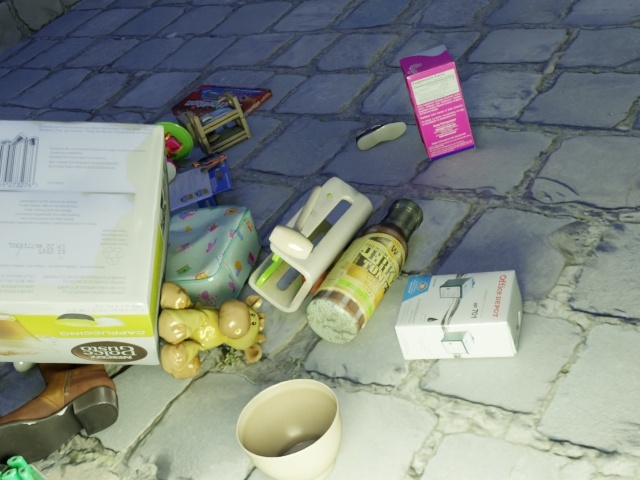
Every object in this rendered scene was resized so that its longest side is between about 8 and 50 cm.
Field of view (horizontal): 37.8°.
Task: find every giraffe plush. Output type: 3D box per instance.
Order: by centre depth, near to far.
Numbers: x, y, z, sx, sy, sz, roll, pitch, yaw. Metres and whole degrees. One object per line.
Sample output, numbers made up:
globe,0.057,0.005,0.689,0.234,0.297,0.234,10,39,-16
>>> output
giraffe plush,-0.190,0.161,1.718,0.170,0.181,0.210,-3,-1,6

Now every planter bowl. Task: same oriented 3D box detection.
planter bowl,-0.037,0.307,1.432,0.162,0.109,0.162,-13,32,9

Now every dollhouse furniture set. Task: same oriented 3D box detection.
dollhouse furniture set,-0.296,-0.328,2.500,0.129,0.129,0.183,-30,34,-16

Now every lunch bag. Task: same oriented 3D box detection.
lunch bag,-0.255,0.040,1.949,0.224,0.108,0.279,-9,33,21

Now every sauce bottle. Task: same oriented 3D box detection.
sauce bottle,0.094,0.043,1.756,0.111,0.111,0.344,4,40,32

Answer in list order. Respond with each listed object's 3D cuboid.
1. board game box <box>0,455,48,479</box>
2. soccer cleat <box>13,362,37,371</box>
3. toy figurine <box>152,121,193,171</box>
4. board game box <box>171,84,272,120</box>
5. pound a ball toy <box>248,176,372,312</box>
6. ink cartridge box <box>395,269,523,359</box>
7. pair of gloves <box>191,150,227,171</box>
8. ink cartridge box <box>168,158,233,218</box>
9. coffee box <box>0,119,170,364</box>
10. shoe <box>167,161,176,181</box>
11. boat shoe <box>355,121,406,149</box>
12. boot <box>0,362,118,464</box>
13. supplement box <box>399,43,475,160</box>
board game box,-0.525,0.531,1.409,0.390,0.050,0.390,-39,37,-27
soccer cleat,-0.559,0.194,1.920,0.076,0.068,0.196,3,37,21
toy figurine,-0.420,-0.197,2.407,0.173,0.130,0.159,-28,36,29
board game box,-0.288,-0.399,2.699,0.281,0.027,0.145,10,44,38
pound a ball toy,0.000,0.000,1.771,0.135,0.208,0.319,37,43,4
ink cartridge box,0.237,0.127,1.586,0.190,0.082,0.140,-6,35,22
pair of gloves,-0.271,-0.192,2.287,0.074,0.010,0.083,-31,28,-17
ink cartridge box,-0.355,-0.090,2.238,0.311,0.065,0.186,-22,30,0
coffee box,-0.449,0.016,1.658,0.337,0.334,0.338,2,65,-5
shoe,-0.438,-0.140,2.253,0.081,0.063,0.178,10,36,43
boat shoe,0.144,-0.257,2.245,0.125,0.046,0.038,-26,37,4
boot,-0.518,0.275,1.748,0.264,0.096,0.280,-25,32,-8
supplement box,0.262,-0.307,2.089,0.114,0.220,0.111,-16,32,4
